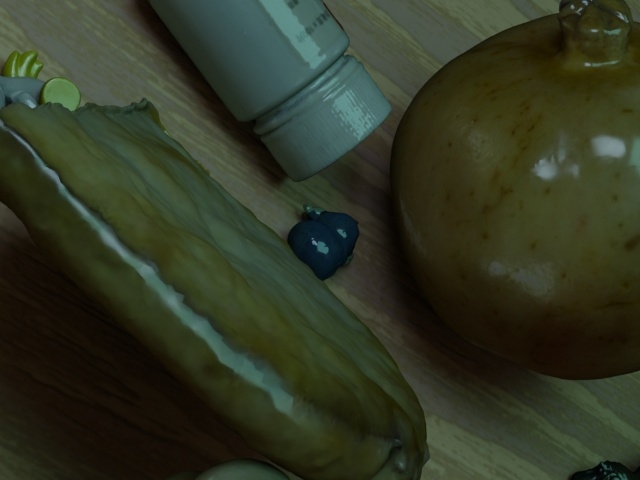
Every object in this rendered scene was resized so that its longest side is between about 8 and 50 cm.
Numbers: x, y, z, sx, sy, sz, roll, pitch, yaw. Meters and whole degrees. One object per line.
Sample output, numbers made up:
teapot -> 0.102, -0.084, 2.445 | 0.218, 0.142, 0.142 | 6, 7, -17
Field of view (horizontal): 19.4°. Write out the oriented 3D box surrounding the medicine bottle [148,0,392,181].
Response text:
medicine bottle -> -0.051, -0.190, 1.832 | 0.252, 0.144, 0.144 | 54, 43, -8

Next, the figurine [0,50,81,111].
figurine -> -0.298, -0.122, 1.610 | 0.178, 0.109, 0.129 | 10, 37, -41

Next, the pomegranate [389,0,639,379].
pomegranate -> 0.262, -0.063, 1.896 | 0.411, 0.411, 0.411 | 21, 57, -36

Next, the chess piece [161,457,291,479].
chess piece -> -0.113, 0.240, 1.470 | 0.142, 0.261, 0.143 | 17, 62, -34

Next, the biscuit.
biscuit -> -0.082, 0.047, 1.564 | 0.446, 0.104, 0.429 | 45, 8, -2

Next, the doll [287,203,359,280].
doll -> 0.000, 0.000, 1.856 | 0.076, 0.050, 0.083 | 54, 45, -3

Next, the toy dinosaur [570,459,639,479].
toy dinosaur -> 0.359, 0.232, 2.059 | 0.187, 0.087, 0.179 | 9, 66, -43
